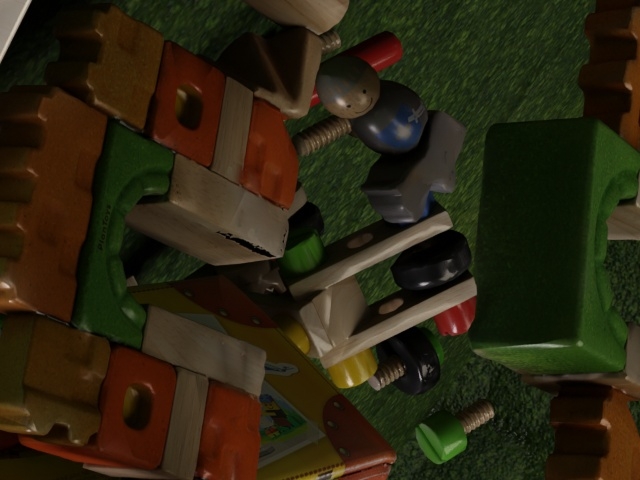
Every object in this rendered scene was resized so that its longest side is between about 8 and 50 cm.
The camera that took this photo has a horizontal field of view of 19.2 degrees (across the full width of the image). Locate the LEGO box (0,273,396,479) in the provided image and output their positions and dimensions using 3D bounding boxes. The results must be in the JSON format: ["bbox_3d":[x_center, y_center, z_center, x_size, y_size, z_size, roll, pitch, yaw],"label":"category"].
[{"bbox_3d":[-0.239,0.235,1.108,0.500,0.193,0.372,-6,134,-55],"label":"LEGO box"}]

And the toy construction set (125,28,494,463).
[{"bbox_3d":[-0.043,0.017,1.344,0.237,0.257,0.309,-29,136,-26],"label":"toy construction set"}]

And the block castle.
[{"bbox_3d":[0.000,0.000,0.880,0.213,0.303,0.453,27,66,-51],"label":"block castle"}]

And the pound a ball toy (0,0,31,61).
[{"bbox_3d":[-0.217,-0.064,0.805,0.319,0.135,0.208,-59,-168,21],"label":"pound a ball toy"}]
